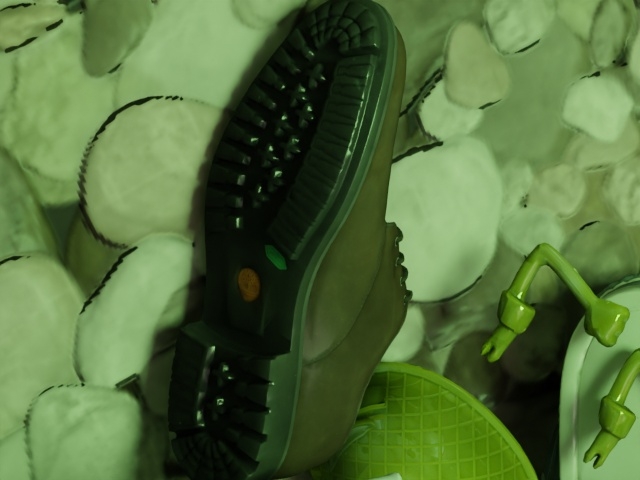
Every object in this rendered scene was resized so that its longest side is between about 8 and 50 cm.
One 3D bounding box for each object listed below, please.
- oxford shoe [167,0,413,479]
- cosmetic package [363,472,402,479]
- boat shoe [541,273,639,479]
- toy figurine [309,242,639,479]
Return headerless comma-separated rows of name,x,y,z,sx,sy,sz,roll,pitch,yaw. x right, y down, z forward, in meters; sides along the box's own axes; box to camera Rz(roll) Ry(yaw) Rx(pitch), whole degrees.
oxford shoe,0.000,0.000,0.872,0.096,0.083,0.227,0,112,-45
cosmetic package,-0.142,0.216,0.780,0.365,0.197,0.155,-8,72,-26
boat shoe,0.158,0.168,0.989,0.116,0.099,0.319,9,106,13
toy figurine,0.140,0.197,0.832,0.191,0.217,0.362,-41,92,19
